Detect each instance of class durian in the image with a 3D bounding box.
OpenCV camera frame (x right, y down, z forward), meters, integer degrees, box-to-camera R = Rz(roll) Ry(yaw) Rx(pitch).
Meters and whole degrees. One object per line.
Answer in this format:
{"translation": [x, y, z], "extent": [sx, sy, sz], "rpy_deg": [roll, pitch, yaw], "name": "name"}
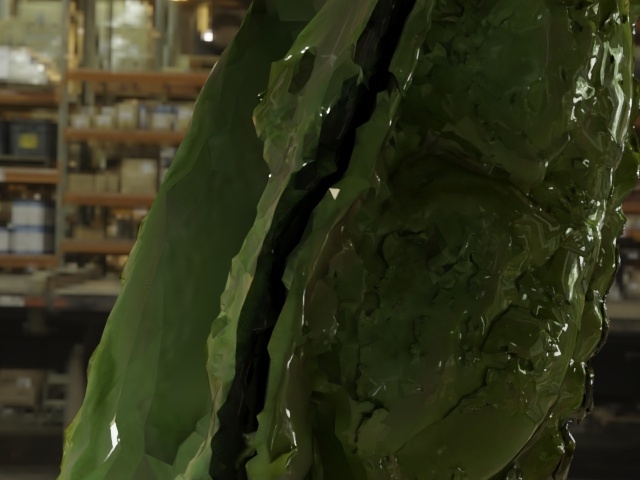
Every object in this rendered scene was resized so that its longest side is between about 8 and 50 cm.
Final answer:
{"translation": [0.000, 0.000, 0.377], "extent": [0.158, 0.351, 0.169], "rpy_deg": [15, -15, 17], "name": "durian"}
